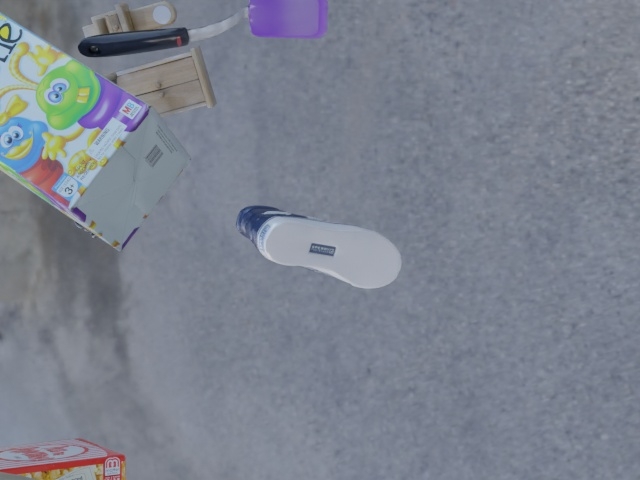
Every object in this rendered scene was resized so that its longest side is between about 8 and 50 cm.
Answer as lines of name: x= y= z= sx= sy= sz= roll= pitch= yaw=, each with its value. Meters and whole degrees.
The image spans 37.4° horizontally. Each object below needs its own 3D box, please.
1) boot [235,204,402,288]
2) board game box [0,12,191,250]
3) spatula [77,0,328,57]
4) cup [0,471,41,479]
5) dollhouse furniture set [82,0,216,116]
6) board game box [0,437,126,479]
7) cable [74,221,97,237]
boot: x=0.000 y=0.000 z=1.075 sx=0.086 sy=0.190 sz=0.069 roll=35 pitch=105 yaw=56
board game box: x=-0.312 y=-0.132 z=1.077 sx=0.275 sy=0.144 sz=0.142 roll=32 pitch=80 yaw=19
spatula: x=-0.135 y=-0.250 z=1.110 sx=0.084 sy=0.296 sz=0.030 roll=95 pitch=158 yaw=-55
cup: x=-0.223 y=0.278 z=0.594 sx=0.237 sy=0.331 sz=0.331 roll=34 pitch=123 yaw=21
dollhouse furniture set: x=-0.308 y=-0.258 z=1.626 sx=0.355 sy=0.174 sz=0.303 roll=-80 pitch=-25 yaw=-73
board game box: x=-0.329 y=0.256 z=1.026 sx=0.147 sy=0.193 sz=0.045 roll=-5 pitch=85 yaw=56
cable: x=-0.361 y=-0.094 z=1.497 sx=0.184 sy=0.047 sz=0.150 roll=41 pitch=112 yaw=16
